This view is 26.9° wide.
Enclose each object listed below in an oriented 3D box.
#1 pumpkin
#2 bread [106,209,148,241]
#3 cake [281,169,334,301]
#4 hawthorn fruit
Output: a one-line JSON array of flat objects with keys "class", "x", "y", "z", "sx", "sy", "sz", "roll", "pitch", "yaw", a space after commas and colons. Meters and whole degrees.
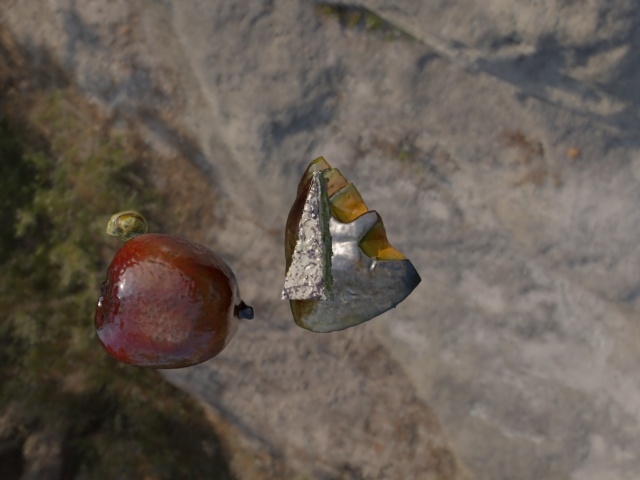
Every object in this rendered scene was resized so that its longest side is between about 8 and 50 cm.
[{"class": "pumpkin", "x": -0.006, "y": 0.005, "z": 1.570, "sx": 0.130, "sy": 0.149, "sz": 0.254, "roll": 54, "pitch": 175, "yaw": -28}, {"class": "bread", "x": -0.241, "y": -0.020, "z": 1.672, "sx": 0.049, "sy": 0.034, "sz": 0.088, "roll": 12, "pitch": 169, "yaw": -9}, {"class": "cake", "x": 0.000, "y": 0.000, "z": 1.365, "sx": 0.055, "sy": 0.051, "sz": 0.140, "roll": 16, "pitch": 99, "yaw": 14}, {"class": "hawthorn fruit", "x": -0.169, "y": 0.076, "z": 1.585, "sx": 0.188, "sy": 0.169, "sz": 0.169, "roll": 11, "pitch": 137, "yaw": -9}]
